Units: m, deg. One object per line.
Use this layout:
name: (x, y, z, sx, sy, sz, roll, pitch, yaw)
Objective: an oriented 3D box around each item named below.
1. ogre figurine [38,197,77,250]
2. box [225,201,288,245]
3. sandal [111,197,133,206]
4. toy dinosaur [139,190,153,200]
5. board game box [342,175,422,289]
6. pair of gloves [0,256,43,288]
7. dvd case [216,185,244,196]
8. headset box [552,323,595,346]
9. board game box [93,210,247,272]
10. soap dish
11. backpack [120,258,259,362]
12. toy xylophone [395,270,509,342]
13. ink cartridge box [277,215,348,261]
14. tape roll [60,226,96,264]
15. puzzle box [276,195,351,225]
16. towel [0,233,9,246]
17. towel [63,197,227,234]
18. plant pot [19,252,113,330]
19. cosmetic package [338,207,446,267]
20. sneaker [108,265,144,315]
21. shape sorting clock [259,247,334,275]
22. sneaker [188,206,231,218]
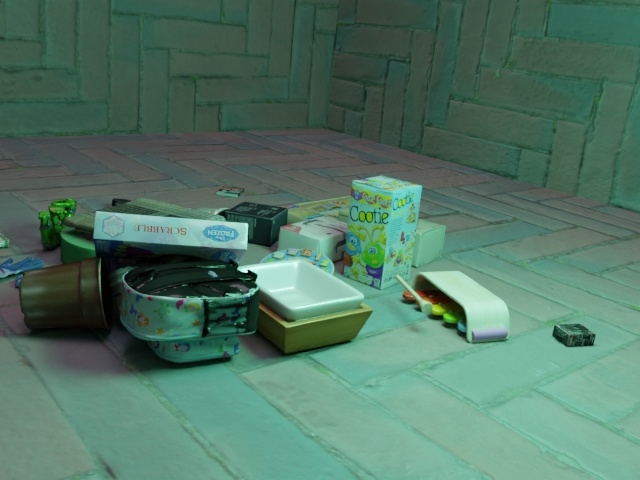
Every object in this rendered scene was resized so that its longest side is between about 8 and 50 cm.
ogre figurine: (-0.747, -0.047, 1.995, 0.097, 0.118, 0.197, 4, 18, -19)
box: (-0.203, -0.056, 2.234, 0.158, 0.093, 0.156, 9, 17, 14)
sandal: (-0.637, -0.098, 2.326, 0.097, 0.054, 0.254, 7, 6, -20)
toy dinosaur: (-0.612, -0.127, 2.465, 0.090, 0.047, 0.082, 52, 28, 21)
board game box: (0.168, -0.026, 1.947, 0.142, 0.275, 0.144, 19, 21, 37)
pair of gloves: (-0.724, 0.082, 1.753, 0.198, 0.023, 0.159, 13, 17, 21)
dvd case: (-0.353, -0.192, 2.762, 0.087, 0.013, 0.119, 7, 16, 4)
headset box: (0.602, 0.226, 1.682, 0.083, 0.032, 0.062, 2, 18, -17)
board game box: (-0.349, 0.023, 1.613, 0.318, 0.065, 0.318, 4, -17, -14)
soap dish: (-0.060, 0.144, 1.595, 0.229, 0.118, 0.291, -7, 21, -34)
backpack: (-0.277, 0.136, 1.430, 0.254, 0.191, 0.225, 3, 13, -34)
toy xylophone: (0.317, 0.150, 1.753, 0.236, 0.081, 0.322, 2, 18, -13)
ink cartridge box: (0.000, 0.000, 2.124, 0.159, 0.092, 0.218, 18, 20, 34)
tape roll: (-0.546, 0.012, 1.941, 0.322, 0.077, 0.321, 5, 17, -1)
puzzle box: (0.067, -0.087, 2.490, 0.409, 0.052, 0.272, -12, 24, -43)
towel: (-0.948, 0.007, 1.933, 0.152, 0.023, 0.113, -12, 22, -38)
towel: (-0.478, -0.043, 1.925, 0.324, 0.056, 0.312, 14, 22, 31)
plant pot: (-0.536, 0.117, 1.490, 0.165, 0.166, 0.167, -5, 19, -8)
cosmetic package: (0.219, -0.021, 2.226, 0.310, 0.113, 0.160, 17, 20, 34)
sneaker: (-0.355, 0.133, 1.605, 0.281, 0.115, 0.105, 9, -22, -44)
shape sorting clock: (-0.066, 0.074, 1.919, 0.206, 0.040, 0.206, 2, 25, -1)
sneaker: (-0.401, -0.059, 2.213, 0.121, 0.099, 0.262, 11, 9, 41)
